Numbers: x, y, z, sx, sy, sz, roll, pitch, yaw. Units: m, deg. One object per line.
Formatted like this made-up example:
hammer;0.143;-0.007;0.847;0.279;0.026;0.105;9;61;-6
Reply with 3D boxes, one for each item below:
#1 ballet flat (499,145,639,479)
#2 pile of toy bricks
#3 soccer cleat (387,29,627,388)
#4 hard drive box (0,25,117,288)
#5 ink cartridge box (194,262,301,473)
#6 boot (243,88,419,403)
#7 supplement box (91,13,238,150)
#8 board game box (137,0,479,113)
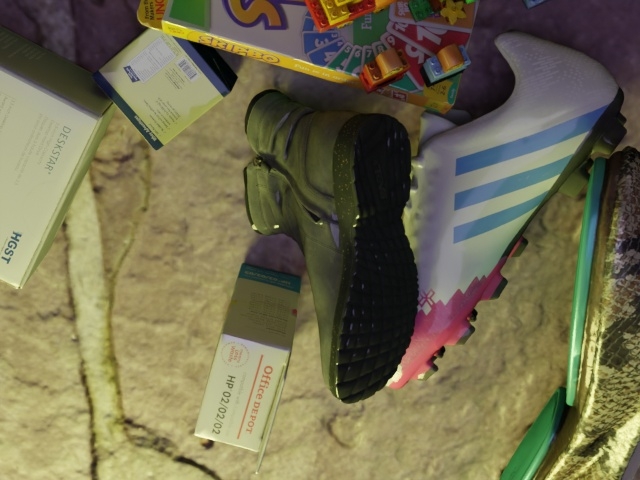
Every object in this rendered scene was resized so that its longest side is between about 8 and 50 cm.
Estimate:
ballet flat;0.263;0.143;0.889;0.182;0.164;0.482;16;127;11
pile of toy bricks;0.104;-0.195;0.774;0.212;0.105;0.118;-25;86;-9
soccer cleat;0.118;-0.027;0.899;0.143;0.116;0.331;36;108;5
hard drive box;-0.314;-0.095;0.886;0.232;0.089;0.181;28;111;-9
ink cartridge box;-0.062;0.106;0.909;0.062;0.181;0.104;15;112;-4
boot;0.000;0.000;0.884;0.083;0.161;0.246;-9;106;-39
supplement box;-0.129;-0.137;0.879;0.083;0.056;0.083;-36;106;15
board game box;-0.006;-0.196;0.833;0.260;0.039;0.124;15;80;-2
